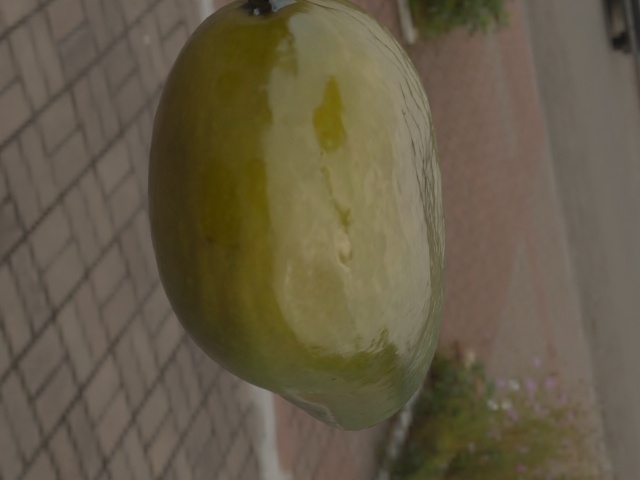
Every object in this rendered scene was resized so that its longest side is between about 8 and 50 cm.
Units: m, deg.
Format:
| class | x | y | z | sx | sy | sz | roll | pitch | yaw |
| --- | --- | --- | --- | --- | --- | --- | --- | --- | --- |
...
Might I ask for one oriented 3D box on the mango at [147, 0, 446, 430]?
| class | x | y | z | sx | sy | sz | roll | pitch | yaw |
| --- | --- | --- | --- | --- | --- | --- | --- | --- | --- |
| mango | 0.001 | -0.007 | 0.541 | 0.237 | 0.091 | 0.137 | 56 | 41 | -74 |
